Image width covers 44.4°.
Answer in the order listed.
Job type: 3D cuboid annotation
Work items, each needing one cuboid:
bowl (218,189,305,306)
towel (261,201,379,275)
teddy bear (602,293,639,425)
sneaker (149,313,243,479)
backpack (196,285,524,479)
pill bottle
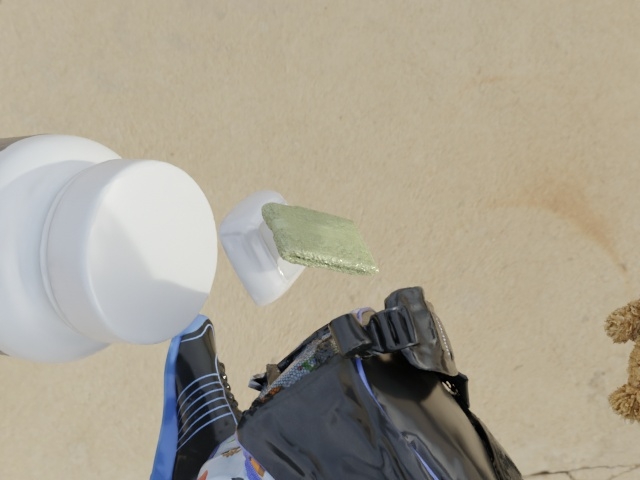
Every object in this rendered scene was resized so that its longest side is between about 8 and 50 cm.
[{"bbox_3d":[-0.068,0.005,1.101,0.142,0.053,0.142,63,36,-17],"label":"bowl"},{"bbox_3d":[0.000,0.000,1.004,0.148,0.027,0.110,11,34,-31],"label":"towel"},{"bbox_3d":[0.517,0.120,1.084,0.338,0.245,0.113,-50,121,-11],"label":"teddy bear"},{"bbox_3d":[-0.110,0.176,0.778,0.090,0.081,0.232,0,55,1],"label":"sneaker"},{"bbox_3d":[0.049,0.177,0.584,0.213,0.263,0.277,-31,92,13],"label":"backpack"},{"bbox_3d":[-0.245,0.005,0.631,0.318,0.176,0.176,2,66,33],"label":"pill bottle"}]
